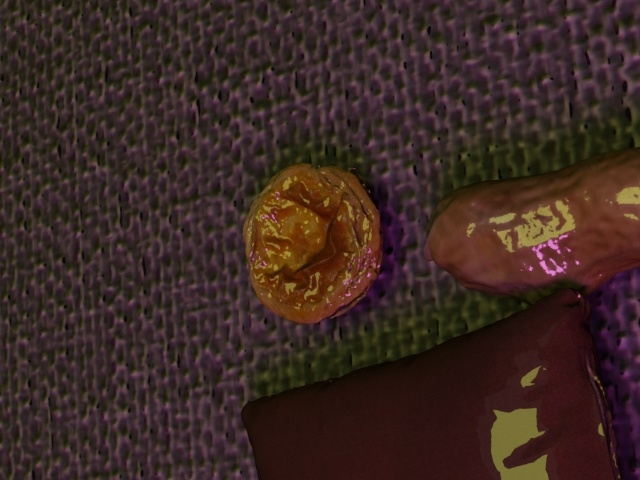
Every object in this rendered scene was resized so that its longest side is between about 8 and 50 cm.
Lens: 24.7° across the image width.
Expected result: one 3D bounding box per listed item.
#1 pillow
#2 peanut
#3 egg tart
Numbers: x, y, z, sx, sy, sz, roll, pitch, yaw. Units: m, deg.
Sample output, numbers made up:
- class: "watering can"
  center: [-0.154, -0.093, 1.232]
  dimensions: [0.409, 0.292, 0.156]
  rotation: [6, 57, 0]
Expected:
- class: "pillow"
  center: [0.082, 0.220, 0.979]
  dimensions: [0.305, 0.108, 0.307]
  rotation: [-24, 68, 36]
- class: "peanut"
  center: [0.170, -0.011, 0.971]
  dimensions: [0.214, 0.099, 0.099]
  rotation: [-20, 72, 26]
- class: "egg tart"
  center: [0.000, 0.000, 1.109]
  dimensions: [0.130, 0.052, 0.130]
  rotation: [-6, 80, 36]
